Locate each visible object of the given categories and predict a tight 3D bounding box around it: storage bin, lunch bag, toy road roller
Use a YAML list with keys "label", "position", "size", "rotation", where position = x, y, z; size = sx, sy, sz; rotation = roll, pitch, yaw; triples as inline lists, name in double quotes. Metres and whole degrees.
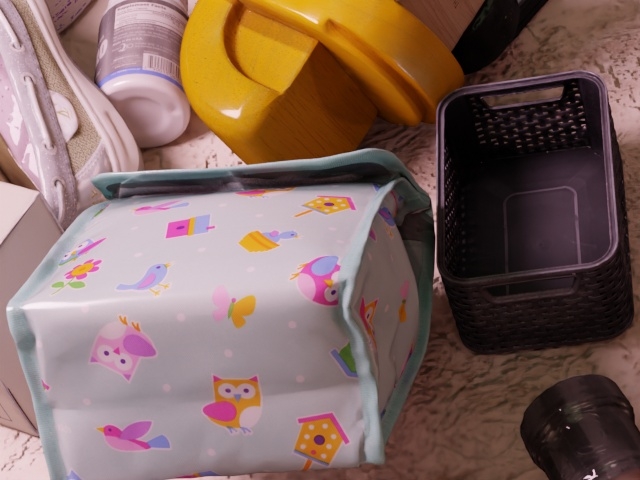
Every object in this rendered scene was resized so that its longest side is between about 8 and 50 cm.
- label: "storage bin"
  position: [0.148, -0.020, 1.348]
  size: [0.122, 0.084, 0.180]
  rotation: [-8, 48, 13]
- label: "lunch bag"
  position: [-0.048, 0.032, 1.231]
  size: [0.223, 0.160, 0.262]
  rotation: [-5, 24, 15]
- label: "toy road roller"
  position: [-0.036, -0.180, 1.465]
  size: [0.329, 0.202, 0.240]
  rotation: [27, 80, 34]

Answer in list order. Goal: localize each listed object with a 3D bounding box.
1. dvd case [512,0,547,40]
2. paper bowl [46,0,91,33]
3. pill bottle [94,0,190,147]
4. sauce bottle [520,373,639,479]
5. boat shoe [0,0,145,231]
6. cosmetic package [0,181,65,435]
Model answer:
- label: "dvd case"
  position: [0.094, -0.250, 1.601]
  size: [0.253, 0.022, 0.180]
  rotation: [26, 63, 33]
- label: "paper bowl"
  position: [-0.332, -0.280, 1.687]
  size: [0.284, 0.148, 0.284]
  rotation: [-9, 50, 11]
- label: "pill bottle"
  position: [-0.141, -0.148, 1.556]
  size: [0.078, 0.078, 0.137]
  rotation: [-10, 48, 10]
- label: "sauce bottle"
  position: [0.211, 0.222, 1.108]
  size: [0.111, 0.111, 0.344]
  rotation: [-23, 46, -2]
- label: "boat shoe"
  position: [-0.263, -0.132, 1.493]
  size: [0.118, 0.103, 0.320]
  rotation: [-47, 71, 30]
- label: "cosmetic package"
  position: [-0.326, 0.020, 1.423]
  size: [0.309, 0.160, 0.113]
  rotation: [14, 56, 27]
